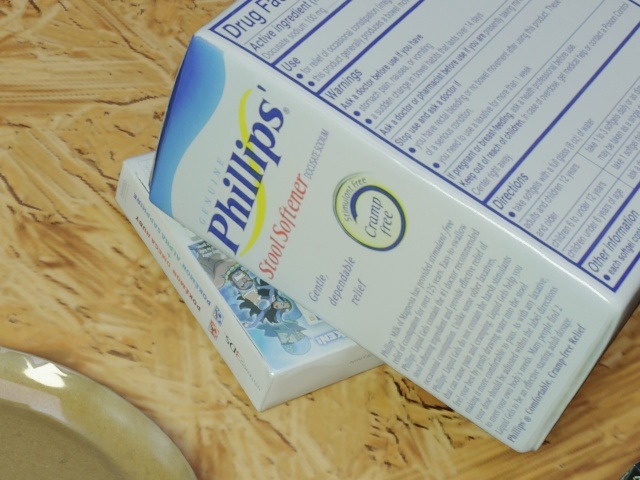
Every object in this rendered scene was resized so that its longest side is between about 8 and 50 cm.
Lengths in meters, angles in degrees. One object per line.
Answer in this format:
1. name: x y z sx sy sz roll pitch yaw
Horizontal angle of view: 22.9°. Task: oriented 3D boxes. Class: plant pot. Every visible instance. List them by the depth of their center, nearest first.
1. plant pot: -0.176 0.128 0.814 0.236 0.032 0.236 17 25 -8

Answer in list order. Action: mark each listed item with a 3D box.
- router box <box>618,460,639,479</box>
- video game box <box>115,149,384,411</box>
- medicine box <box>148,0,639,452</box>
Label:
1. router box: 0.253 0.175 0.963 0.092 0.038 0.122 -20 58 -34
2. video game box: 0.000 0.000 1.029 0.205 0.048 0.187 -18 55 -32
3. medicine box: 0.090 -0.063 0.982 0.289 0.149 0.263 34 46 12
